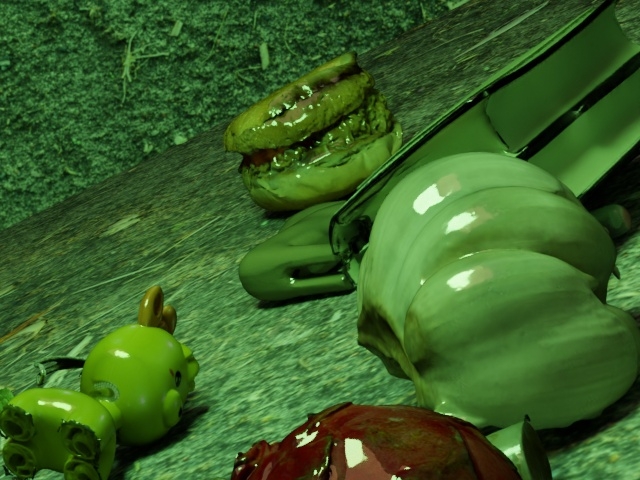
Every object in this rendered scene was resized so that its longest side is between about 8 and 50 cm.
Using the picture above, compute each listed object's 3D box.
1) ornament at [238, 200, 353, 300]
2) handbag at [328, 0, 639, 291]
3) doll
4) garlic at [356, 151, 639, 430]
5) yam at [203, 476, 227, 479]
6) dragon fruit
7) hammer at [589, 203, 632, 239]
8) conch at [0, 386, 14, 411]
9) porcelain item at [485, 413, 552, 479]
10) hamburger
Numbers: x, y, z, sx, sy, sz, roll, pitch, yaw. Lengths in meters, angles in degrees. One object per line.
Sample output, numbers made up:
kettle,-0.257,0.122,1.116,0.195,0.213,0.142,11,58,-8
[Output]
ornament,0.000,0.000,1.920,0.245,0.061,0.230,-8,19,44
handbag,0.187,-0.078,1.648,0.236,0.160,0.358,-32,3,40
doll,-0.189,0.141,1.568,0.135,0.143,0.221,13,35,22
garlic,0.136,0.026,1.277,0.203,0.185,0.281,-7,7,-14
yam,-0.055,0.211,0.994,0.084,0.127,0.084,-27,10,5
dragon fruit,0.035,0.170,0.899,0.209,0.172,0.172,23,40,32
hammer,0.251,-0.003,1.527,0.052,0.031,0.083,-24,18,21
conch,-0.396,0.194,1.911,0.121,0.074,0.089,-13,36,-33
porcelain item,0.044,0.178,1.109,0.213,0.054,0.084,-22,11,16
hamburger,-0.010,-0.136,2.295,0.244,0.163,0.244,-31,8,5
